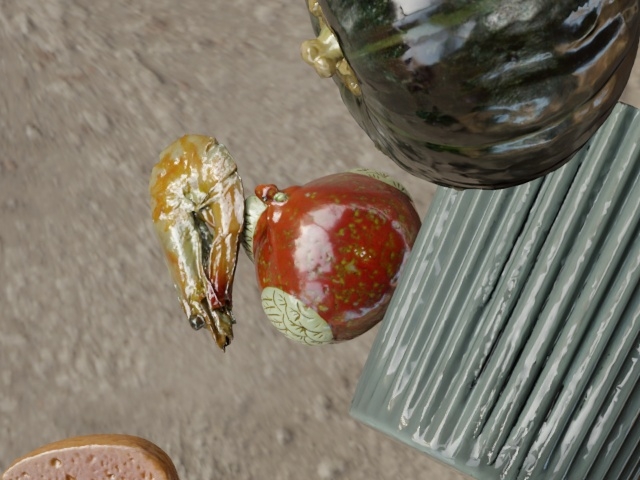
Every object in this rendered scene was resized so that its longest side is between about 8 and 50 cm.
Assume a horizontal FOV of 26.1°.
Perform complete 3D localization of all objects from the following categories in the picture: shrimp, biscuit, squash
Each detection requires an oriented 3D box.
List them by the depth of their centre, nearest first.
[{"bbox_3d":[0.062,-0.110,0.601,0.156,0.193,0.193,-10,103,-16],"label":"squash"},{"bbox_3d":[-0.214,0.283,1.360,0.186,0.036,0.192,-13,100,14],"label":"biscuit"},{"bbox_3d":[-0.149,0.001,1.800,0.062,0.154,0.294,-1,76,-55],"label":"shrimp"}]

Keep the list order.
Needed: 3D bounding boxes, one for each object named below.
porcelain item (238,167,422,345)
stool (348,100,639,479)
[{"bbox_3d":[0.000,0.000,1.735,0.253,0.253,0.253,-3,102,-13],"label":"porcelain item"},{"bbox_3d":[0.204,0.064,1.240,0.297,0.297,0.330,30,83,-17],"label":"stool"}]
